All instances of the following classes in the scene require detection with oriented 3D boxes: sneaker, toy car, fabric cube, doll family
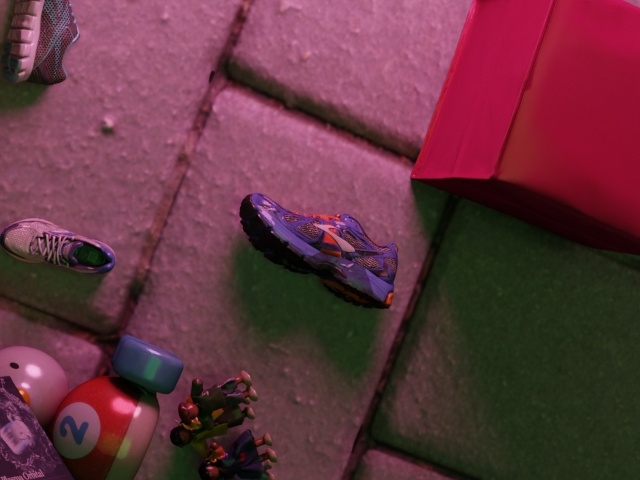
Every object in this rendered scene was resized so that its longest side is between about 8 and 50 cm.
[{"bbox_3d":[-0.291,0.007,1.889,0.135,0.058,0.052,12,89,-19],"label":"sneaker"},{"bbox_3d":[-0.301,-0.250,1.879,0.076,0.065,0.166,15,91,-36],"label":"sneaker"},{"bbox_3d":[-0.301,0.184,1.832,0.238,0.210,0.219,23,86,-7],"label":"toy car"},{"bbox_3d":[0.299,-0.142,1.983,0.258,0.259,0.254,20,87,-17],"label":"fabric cube"},{"bbox_3d":[-0.120,0.243,1.955,0.111,0.076,0.193,-24,103,-21],"label":"doll family"},{"bbox_3d":[0.000,0.000,1.989,0.221,0.083,0.087,31,69,-23],"label":"sneaker"}]

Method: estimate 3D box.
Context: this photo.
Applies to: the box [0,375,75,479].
[{"bbox_3d":[-0.347,0.228,1.695,0.093,0.156,0.158,-40,74,18],"label":"box"}]
